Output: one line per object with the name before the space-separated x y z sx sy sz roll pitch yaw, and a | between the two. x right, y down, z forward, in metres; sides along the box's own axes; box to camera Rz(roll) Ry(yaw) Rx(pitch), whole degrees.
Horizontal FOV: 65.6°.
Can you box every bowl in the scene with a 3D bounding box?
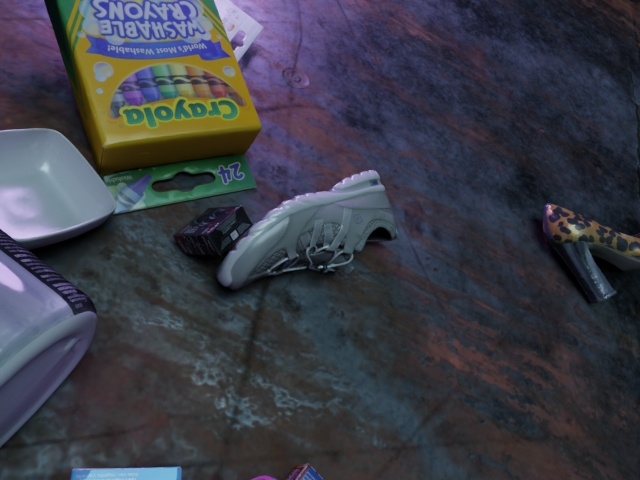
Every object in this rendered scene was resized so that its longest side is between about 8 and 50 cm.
bowl | -0.319 -0.051 0.542 0.142 0.053 0.142 49 35 7

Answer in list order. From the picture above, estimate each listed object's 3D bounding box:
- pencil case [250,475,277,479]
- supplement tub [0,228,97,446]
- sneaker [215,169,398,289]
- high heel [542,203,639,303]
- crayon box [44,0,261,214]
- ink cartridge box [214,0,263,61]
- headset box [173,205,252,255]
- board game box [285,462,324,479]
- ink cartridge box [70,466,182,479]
pencil case | -0.035 0.307 0.385 0.105 0.104 0.236 -22 81 -32
supplement tub | -0.368 0.036 0.403 0.316 0.193 0.193 37 54 0
sneaker | 0.000 0.000 0.644 0.281 0.105 0.115 -28 84 -30
high heel | 0.524 -0.025 0.896 0.261 0.093 0.186 -27 82 -24
crayon box | -0.213 -0.213 0.653 0.203 0.083 0.322 -15 79 -30
ink cartridge box | -0.199 -0.350 0.796 0.179 0.045 0.145 34 53 -16
headset box | -0.135 -0.012 0.609 0.062 0.083 0.032 -47 123 -36
board game box | -0.026 0.345 0.475 0.147 0.045 0.193 45 55 4
ink cartridge box | -0.174 0.273 0.419 0.090 0.092 0.143 9 59 -20
